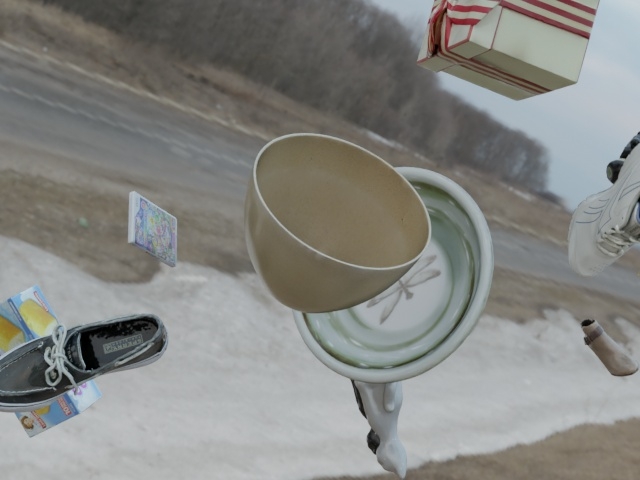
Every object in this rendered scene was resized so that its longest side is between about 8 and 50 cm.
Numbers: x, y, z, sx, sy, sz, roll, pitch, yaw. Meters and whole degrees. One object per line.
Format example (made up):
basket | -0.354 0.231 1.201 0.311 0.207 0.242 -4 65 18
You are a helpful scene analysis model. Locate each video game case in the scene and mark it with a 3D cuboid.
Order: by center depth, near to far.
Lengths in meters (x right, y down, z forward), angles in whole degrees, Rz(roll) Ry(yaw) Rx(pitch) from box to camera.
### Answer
video game case | -0.266 -0.016 1.519 0.011 0.087 0.122 -13 -25 22

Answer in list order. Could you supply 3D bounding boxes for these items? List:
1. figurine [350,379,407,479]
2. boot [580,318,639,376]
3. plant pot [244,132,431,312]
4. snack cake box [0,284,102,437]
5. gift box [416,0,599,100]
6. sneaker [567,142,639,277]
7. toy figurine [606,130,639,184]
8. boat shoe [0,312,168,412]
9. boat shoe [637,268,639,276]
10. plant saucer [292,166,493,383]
figurine | 0.125 0.363 1.923 0.092 0.210 0.215 -12 3 -5
boot | 0.456 0.168 1.529 0.087 0.042 0.118 57 -7 -6
plant pot | 0.000 0.000 1.459 0.284 0.191 0.284 17 41 -15
snack cake box | -0.573 0.241 1.904 0.264 0.152 0.089 60 24 -5
gift box | 0.335 -0.419 1.709 0.258 0.255 0.276 17 -10 -15
sneaker | 0.512 -0.038 1.625 0.111 0.297 0.129 22 40 -4
toy figurine | 0.718 -0.124 1.954 0.209 0.148 0.213 -10 -62 51
boat shoe | -0.390 0.187 1.502 0.306 0.113 0.105 -13 -17 -8
boat shoe | 0.744 0.103 2.022 0.170 0.059 0.063 39 18 -1
plant saucer | 0.136 0.068 1.738 0.400 0.400 0.100 35 1 35
